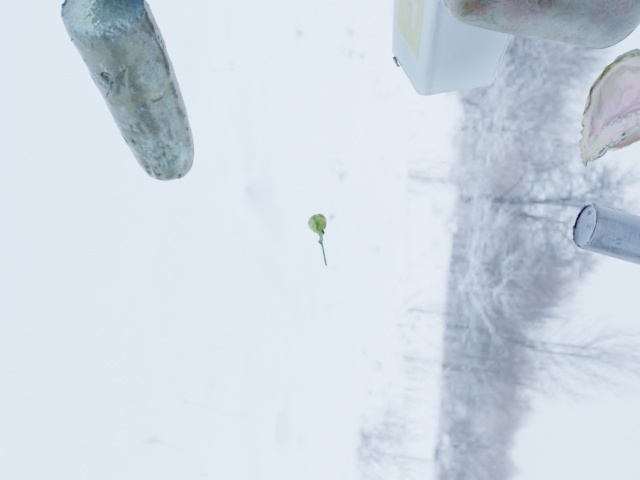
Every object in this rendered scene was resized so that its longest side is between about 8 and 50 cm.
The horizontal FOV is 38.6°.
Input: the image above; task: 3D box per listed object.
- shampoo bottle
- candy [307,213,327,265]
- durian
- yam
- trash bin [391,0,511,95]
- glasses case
[{"bbox_3d":[0.452,0.006,1.244,0.072,0.214,0.072,-165,-90,-79],"label":"shampoo bottle"},{"bbox_3d":[0.000,0.000,1.728,0.035,0.035,0.123,120,-31,-46],"label":"candy"},{"bbox_3d":[0.701,-0.325,2.053,0.305,0.185,0.196,-44,-117,46],"label":"durian"},{"bbox_3d":[-0.283,-0.234,1.422,0.133,0.133,0.330,-72,152,-49],"label":"yam"},{"bbox_3d":[0.281,-0.481,1.759,0.368,0.296,0.256,95,-23,-48],"label":"trash bin"},{"bbox_3d":[0.383,-0.411,1.520,0.156,0.425,0.098,-58,-137,39],"label":"glasses case"}]
